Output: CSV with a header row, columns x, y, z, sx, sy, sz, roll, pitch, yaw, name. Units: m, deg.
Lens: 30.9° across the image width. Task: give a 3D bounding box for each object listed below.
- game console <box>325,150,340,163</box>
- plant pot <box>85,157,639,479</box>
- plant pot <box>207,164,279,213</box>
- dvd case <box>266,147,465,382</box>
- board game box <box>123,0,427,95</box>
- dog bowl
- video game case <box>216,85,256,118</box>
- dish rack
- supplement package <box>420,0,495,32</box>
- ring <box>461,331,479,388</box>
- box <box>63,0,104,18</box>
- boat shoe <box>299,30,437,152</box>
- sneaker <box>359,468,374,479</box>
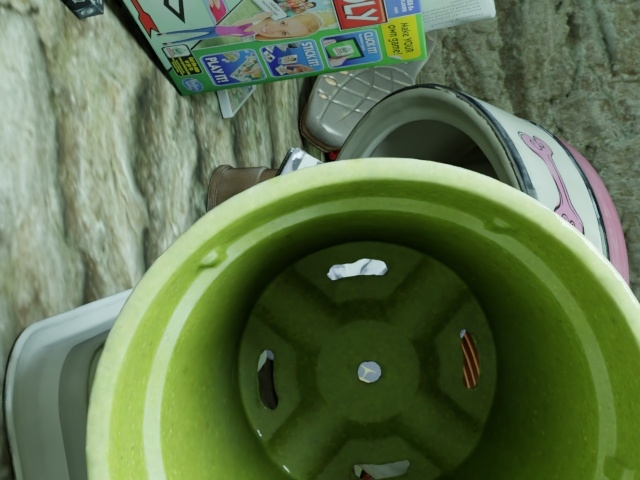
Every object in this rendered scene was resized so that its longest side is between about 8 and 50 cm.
x,y,z,sx,sy,sz,roll,pitch,yaw,name
0.078,-0.143,1.807,0.386,0.060,0.341,65,19,-51,game console
0.029,0.093,0.657,0.254,0.276,0.276,-88,169,-87,plant pot
0.000,0.000,1.063,0.167,0.165,0.166,-8,90,-78,plant pot
0.030,0.043,0.974,0.164,0.221,0.018,-62,-157,1,dvd case
-0.039,-0.203,0.835,0.317,0.214,0.046,62,22,-71,board game box
0.145,0.050,1.187,0.408,0.150,0.407,-9,-101,60,dog bowl
-0.089,-0.178,1.146,0.122,0.011,0.087,-69,148,-68,video game case
-0.087,0.171,0.762,0.333,0.072,0.285,-22,104,-77,dish rack
0.001,-0.285,1.011,0.145,0.262,0.204,48,35,-61,supplement package
0.069,0.183,1.115,0.337,0.032,0.336,-18,-111,59,ring
-0.166,-0.200,0.770,0.067,0.018,0.083,48,35,-70,box
0.056,-0.203,1.553,0.123,0.116,0.324,44,43,-4,boat shoe
0.108,0.424,1.410,0.148,0.131,0.350,-47,122,-67,sneaker
